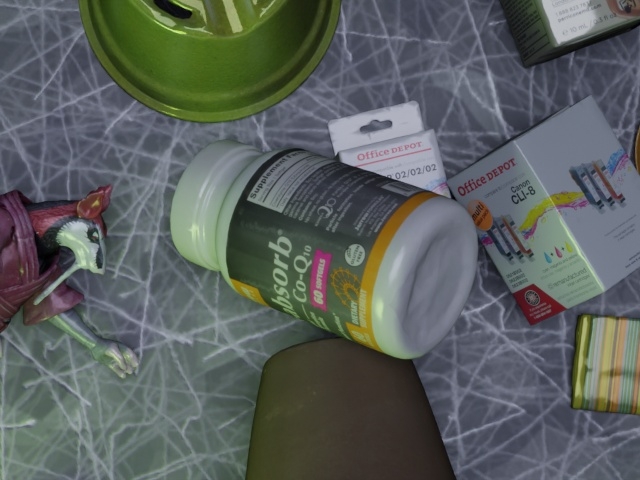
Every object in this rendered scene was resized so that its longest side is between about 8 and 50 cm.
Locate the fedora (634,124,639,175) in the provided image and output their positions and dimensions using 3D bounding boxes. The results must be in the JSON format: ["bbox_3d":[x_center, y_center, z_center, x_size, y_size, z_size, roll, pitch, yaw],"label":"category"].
[{"bbox_3d":[0.425,-0.084,1.819,0.194,0.079,0.194,0,88,-3],"label":"fedora"}]

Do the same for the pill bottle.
[{"bbox_3d":[0.000,0.000,1.703,0.278,0.162,0.162,19,86,32],"label":"pill bottle"}]

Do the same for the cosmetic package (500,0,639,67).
[{"bbox_3d":[0.230,-0.342,1.785,0.129,0.153,0.296,-21,90,-5],"label":"cosmetic package"}]

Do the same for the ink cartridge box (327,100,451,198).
[{"bbox_3d":[0.077,-0.051,1.808,0.104,0.061,0.181,-14,88,-4],"label":"ink cartridge box"}]

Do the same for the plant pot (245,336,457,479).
[{"bbox_3d":[0.029,0.223,1.722,0.263,0.263,0.229,-4,69,-3],"label":"plant pot"}]

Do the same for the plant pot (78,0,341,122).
[{"bbox_3d":[-0.108,-0.265,1.711,0.276,0.254,0.276,0,88,-4],"label":"plant pot"}]

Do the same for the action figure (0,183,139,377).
[{"bbox_3d":[-0.356,0.056,1.746,0.370,0.248,0.275,-41,63,-3],"label":"action figure"}]

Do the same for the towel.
[{"bbox_3d":[0.382,0.137,1.840,0.237,0.021,0.102,6,93,-4],"label":"towel"}]

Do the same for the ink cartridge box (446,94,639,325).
[{"bbox_3d":[0.241,-0.031,1.762,0.127,0.128,0.176,-30,88,-35],"label":"ink cartridge box"}]
